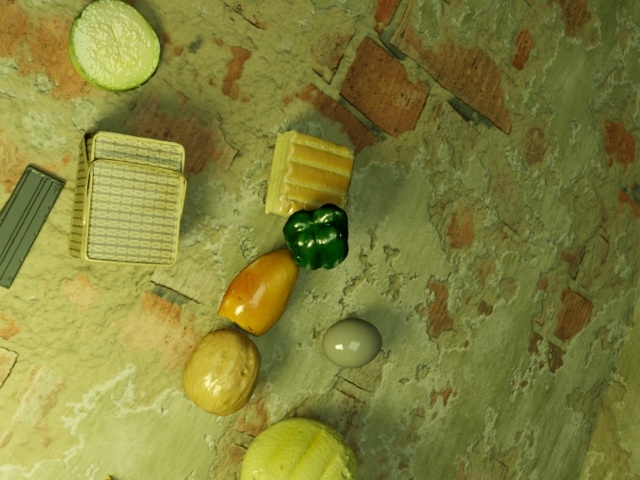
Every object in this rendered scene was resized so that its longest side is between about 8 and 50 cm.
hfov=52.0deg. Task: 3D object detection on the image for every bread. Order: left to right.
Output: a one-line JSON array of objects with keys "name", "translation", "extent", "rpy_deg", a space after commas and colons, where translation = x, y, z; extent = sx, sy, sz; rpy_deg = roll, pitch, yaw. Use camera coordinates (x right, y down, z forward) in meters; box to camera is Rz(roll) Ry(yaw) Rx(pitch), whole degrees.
[{"name": "bread", "translation": [-0.059, 0.636, 1.763], "extent": [0.320, 0.320, 0.237], "rpy_deg": [-31, 132, -28]}, {"name": "bread", "translation": [-0.024, -0.166, 1.858], "extent": [0.246, 0.111, 0.239], "rpy_deg": [10, 90, -36]}]

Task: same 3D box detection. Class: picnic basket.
[{"name": "picnic basket", "translation": [-0.454, -0.098, 1.546], "extent": [0.228, 0.175, 0.313], "rpy_deg": [7, 88, -32]}]

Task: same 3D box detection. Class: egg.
[{"name": "egg", "translation": [0.096, 0.303, 1.935], "extent": [0.199, 0.146, 0.146], "rpy_deg": [5, 90, -41]}]

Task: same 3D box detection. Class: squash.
[{"name": "squash", "translation": [-0.497, -0.465, 1.586], "extent": [0.219, 0.041, 0.219], "rpy_deg": [-6, 100, -34]}]

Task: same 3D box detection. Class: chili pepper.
[{"name": "chili pepper", "translation": [0.000, 0.000, 1.767], "extent": [0.174, 0.261, 0.165], "rpy_deg": [-24, 70, -6]}]

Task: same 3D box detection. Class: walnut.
[{"name": "walnut", "translation": [-0.251, 0.337, 1.698], "extent": [0.195, 0.195, 0.221], "rpy_deg": [31, 69, -30]}]

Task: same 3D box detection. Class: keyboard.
[{"name": "keyboard", "translation": [-0.704, 0.017, 1.479], "extent": [0.103, 0.041, 0.381], "rpy_deg": [31, 70, -29]}]

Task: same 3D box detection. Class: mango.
[{"name": "mango", "translation": [-0.149, 0.127, 1.777], "extent": [0.187, 0.138, 0.257], "rpy_deg": [38, 78, -41]}]

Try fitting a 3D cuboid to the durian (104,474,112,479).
[{"name": "durian", "translation": [-0.510, 0.694, 1.593], "extent": [0.132, 0.165, 0.182], "rpy_deg": [-24, 133, -61]}]
